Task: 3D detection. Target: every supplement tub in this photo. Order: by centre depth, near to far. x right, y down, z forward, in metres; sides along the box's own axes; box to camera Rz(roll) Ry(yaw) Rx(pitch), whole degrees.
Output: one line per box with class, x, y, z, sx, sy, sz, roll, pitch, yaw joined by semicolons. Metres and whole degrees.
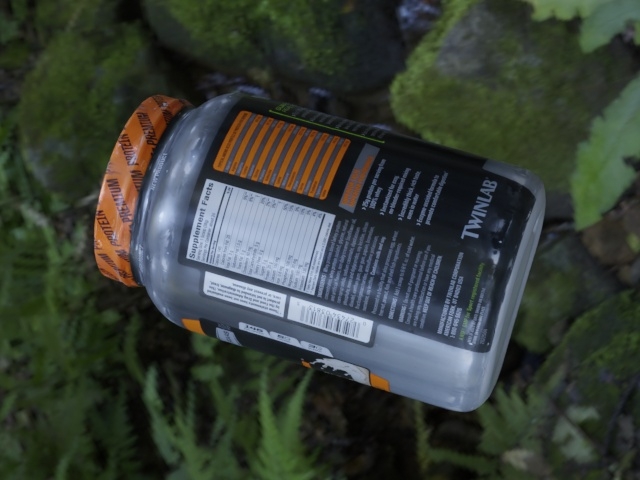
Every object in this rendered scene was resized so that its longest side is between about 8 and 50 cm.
supplement tub;0.000;0.000;0.682;0.190;0.117;0.117;16;115;11
